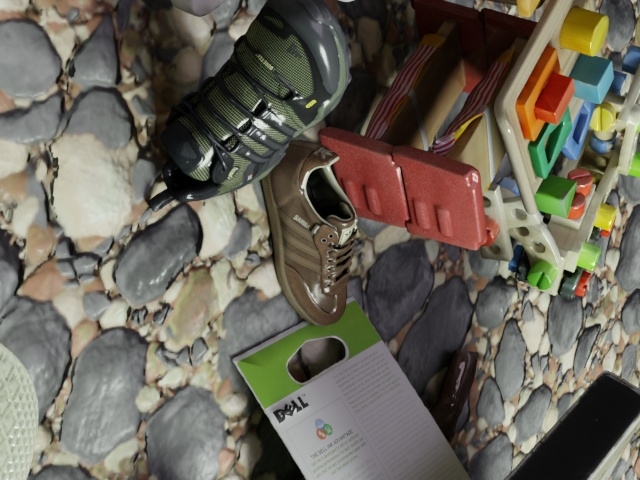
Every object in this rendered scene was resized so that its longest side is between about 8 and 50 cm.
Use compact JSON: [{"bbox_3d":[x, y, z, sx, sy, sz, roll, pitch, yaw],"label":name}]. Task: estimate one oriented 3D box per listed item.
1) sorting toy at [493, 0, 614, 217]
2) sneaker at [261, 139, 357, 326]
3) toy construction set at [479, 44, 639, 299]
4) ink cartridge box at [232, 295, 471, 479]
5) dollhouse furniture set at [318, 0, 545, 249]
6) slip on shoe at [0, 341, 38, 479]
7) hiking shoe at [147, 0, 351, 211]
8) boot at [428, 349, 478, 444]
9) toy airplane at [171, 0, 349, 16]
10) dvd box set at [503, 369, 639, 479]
[{"bbox_3d":[0.218,-0.139,1.042,0.196,0.047,0.347,-64,154,-16],"label":"sorting toy"},{"bbox_3d":[0.000,0.000,1.049,0.066,0.071,0.188,-42,126,-40],"label":"sneaker"},{"bbox_3d":[0.282,-0.064,1.328,0.328,0.151,0.215,-41,151,-31],"label":"toy construction set"},{"bbox_3d":[0.020,0.205,1.103,0.189,0.097,0.255,-24,80,-47],"label":"ink cartridge box"},{"bbox_3d":[0.097,-0.192,0.999,0.201,0.152,0.374,-57,151,-30],"label":"dollhouse furniture set"},{"bbox_3d":[-0.280,0.098,0.699,0.331,0.101,0.123,32,63,-63],"label":"slip on shoe"},{"bbox_3d":[-0.057,-0.091,0.868,0.086,0.227,0.114,45,52,8],"label":"hiking shoe"},{"bbox_3d":[0.135,0.161,1.271,0.114,0.037,0.106,-64,151,-17],"label":"boot"},{"bbox_3d":[-0.027,-0.333,0.798,0.384,0.273,0.385,13,87,-51],"label":"toy airplane"},{"bbox_3d":[0.177,0.360,1.189,0.308,0.062,0.420,-34,149,-43],"label":"dvd box set"}]
